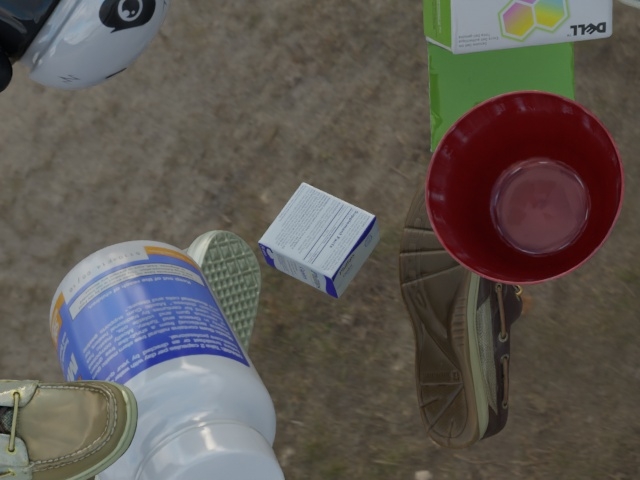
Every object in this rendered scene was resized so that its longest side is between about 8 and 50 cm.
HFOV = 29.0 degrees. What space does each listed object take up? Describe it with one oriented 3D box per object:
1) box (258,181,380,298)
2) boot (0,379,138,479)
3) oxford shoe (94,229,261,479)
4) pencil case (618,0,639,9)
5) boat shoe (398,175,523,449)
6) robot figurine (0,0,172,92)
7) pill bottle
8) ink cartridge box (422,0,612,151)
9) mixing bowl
[{"bbox_3d":[0.000,0.000,1.868,0.137,0.072,0.126,26,67,24],"label":"box"},{"bbox_3d":[-0.250,0.118,0.841,0.213,0.165,0.077,-9,64,22],"label":"boot"},{"bbox_3d":[-0.188,0.182,1.567,0.130,0.169,0.449,-22,39,36],"label":"oxford shoe"},{"bbox_3d":[0.258,-0.358,0.958,0.160,0.183,0.410,-39,26,40],"label":"pencil case"},{"bbox_3d":[0.186,0.081,1.537,0.123,0.123,0.342,-7,88,48],"label":"boat shoe"},{"bbox_3d":[-0.247,-0.239,0.970,0.209,0.278,0.173,-52,17,13],"label":"robot figurine"},{"bbox_3d":[-0.127,0.130,1.028,0.152,0.152,0.272,-47,38,11],"label":"pill bottle"},{"bbox_3d":[0.216,-0.221,1.353,0.188,0.097,0.255,-8,109,-12],"label":"ink cartridge box"},{"bbox_3d":[0.199,-0.041,1.158,0.181,0.098,0.182,-4,78,20],"label":"mixing bowl"}]
